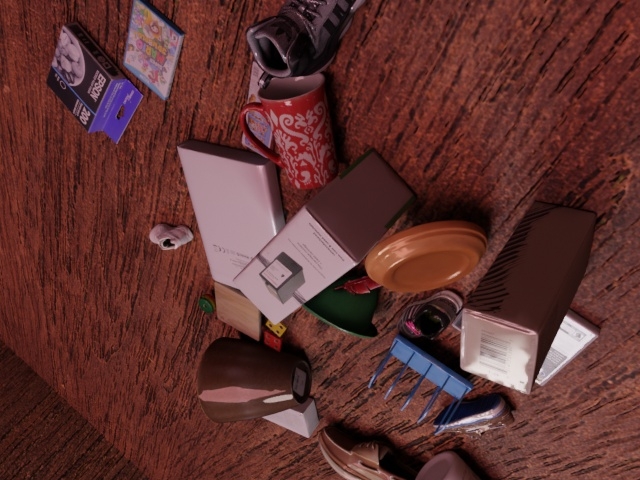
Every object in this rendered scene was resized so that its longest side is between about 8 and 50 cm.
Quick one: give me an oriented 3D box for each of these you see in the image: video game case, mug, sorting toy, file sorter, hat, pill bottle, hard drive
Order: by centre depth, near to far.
[{"bbox_3d":[-0.043,-0.185,0.989,0.150,0.113,0.169,14,135,36],"label":"mug"},{"bbox_3d":[0.343,0.148,1.000,0.190,0.022,0.173,34,137,12],"label":"video game case"},{"bbox_3d":[-0.328,-0.372,1.137,0.119,0.015,0.166,41,139,5],"label":"video game case"},{"bbox_3d":[0.077,0.074,1.140,0.208,0.173,0.184,29,101,25],"label":"hat"},{"bbox_3d":[0.190,0.286,1.146,0.170,0.104,0.118,33,160,14],"label":"file sorter"},{"bbox_3d":[-0.174,-0.034,1.258,0.233,0.047,0.353,16,132,30],"label":"hard drive"},{"bbox_3d":[0.326,0.592,1.287,0.229,0.131,0.131,47,139,-2],"label":"pill bottle"},{"bbox_3d":[-0.184,0.165,1.426,0.274,0.046,0.132,24,135,23],"label":"sorting toy"}]

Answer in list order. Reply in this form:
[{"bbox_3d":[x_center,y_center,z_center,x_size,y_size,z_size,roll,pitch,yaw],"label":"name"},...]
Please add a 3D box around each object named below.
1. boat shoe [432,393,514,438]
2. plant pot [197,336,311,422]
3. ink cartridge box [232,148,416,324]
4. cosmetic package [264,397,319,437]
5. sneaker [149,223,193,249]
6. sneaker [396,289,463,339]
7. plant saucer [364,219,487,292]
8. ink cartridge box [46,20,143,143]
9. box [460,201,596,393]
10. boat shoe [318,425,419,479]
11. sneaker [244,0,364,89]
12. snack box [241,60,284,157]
[{"bbox_3d":[0.305,0.365,1.171,0.066,0.066,0.183,49,139,-6],"label":"boat shoe"},{"bbox_3d":[-0.147,0.347,1.444,0.230,0.215,0.215,-5,119,26],"label":"plant pot"},{"bbox_3d":[0.000,0.000,1.020,0.121,0.211,0.289,47,140,-2],"label":"ink cartridge box"},{"bbox_3d":[-0.121,0.443,1.587,0.239,0.060,0.099,13,132,31],"label":"cosmetic package"},{"bbox_3d":[-0.384,-0.007,1.442,0.152,0.061,0.054,-1,123,41],"label":"sneaker"},{"bbox_3d":[0.190,0.152,1.087,0.063,0.075,0.170,47,139,-2],"label":"sneaker"},{"bbox_3d":[0.172,0.034,0.936,0.200,0.200,0.037,-49,44,49],"label":"plant saucer"},{"bbox_3d":[-0.506,-0.335,1.291,0.208,0.045,0.206,48,138,-5],"label":"ink cartridge box"},{"bbox_3d":[0.285,0.064,0.786,0.094,0.275,0.113,16,130,30],"label":"box"},{"bbox_3d":[0.136,0.548,1.438,0.324,0.123,0.116,28,103,31],"label":"boat shoe"},{"bbox_3d":[-0.016,-0.325,0.813,0.101,0.153,0.268,38,138,8],"label":"sneaker"},{"bbox_3d":[-0.103,-0.235,1.057,0.064,0.022,0.178,32,137,14],"label":"snack box"}]
